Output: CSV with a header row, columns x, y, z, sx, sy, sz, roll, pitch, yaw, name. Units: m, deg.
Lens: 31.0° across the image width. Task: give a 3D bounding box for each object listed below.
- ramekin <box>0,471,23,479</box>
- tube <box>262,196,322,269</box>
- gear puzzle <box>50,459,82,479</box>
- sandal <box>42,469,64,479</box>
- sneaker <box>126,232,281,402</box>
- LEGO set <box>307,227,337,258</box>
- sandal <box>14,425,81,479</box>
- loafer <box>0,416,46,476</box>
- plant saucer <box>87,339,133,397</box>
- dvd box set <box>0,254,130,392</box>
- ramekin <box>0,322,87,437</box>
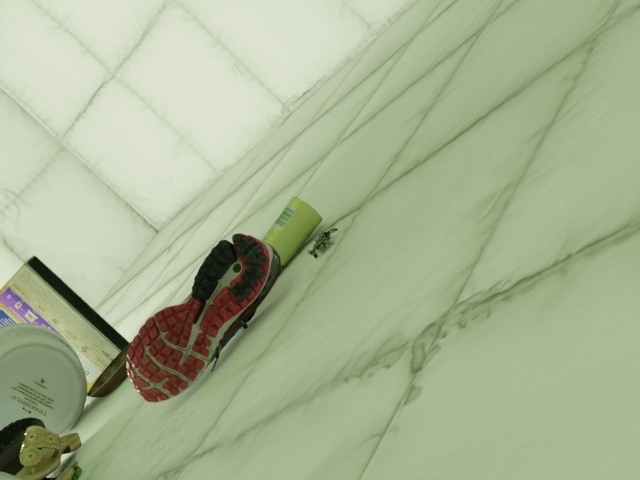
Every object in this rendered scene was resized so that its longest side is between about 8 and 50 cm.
x,y,z,sx,sy,sz,roll,pitch,yaw,name
-0.442,0.407,1.470,0.207,0.207,0.109,-47,19,1,ramekin
-0.090,0.041,1.848,0.240,0.062,0.070,-52,-31,-6,tube
-0.425,0.429,1.776,0.175,0.044,0.339,-49,7,-1,gear puzzle
-0.496,0.437,2.015,0.179,0.040,0.067,-36,14,47,sandal
-0.165,0.125,1.714,0.299,0.121,0.112,-46,-19,7,sneaker
-0.002,0.002,1.705,0.054,0.023,0.083,-54,12,-33,LEGO set
-0.497,0.363,2.040,0.088,0.079,0.240,-18,4,10,sandal
-0.623,0.476,2.088,0.366,0.130,0.134,-39,22,-31,loafer
-0.415,0.265,2.383,0.168,0.029,0.168,-45,9,9,plant saucer
-0.673,0.278,2.617,0.420,0.307,0.062,-44,8,19,dvd box set
-0.607,0.309,2.382,0.273,0.273,0.127,-50,22,-19,ramekin
